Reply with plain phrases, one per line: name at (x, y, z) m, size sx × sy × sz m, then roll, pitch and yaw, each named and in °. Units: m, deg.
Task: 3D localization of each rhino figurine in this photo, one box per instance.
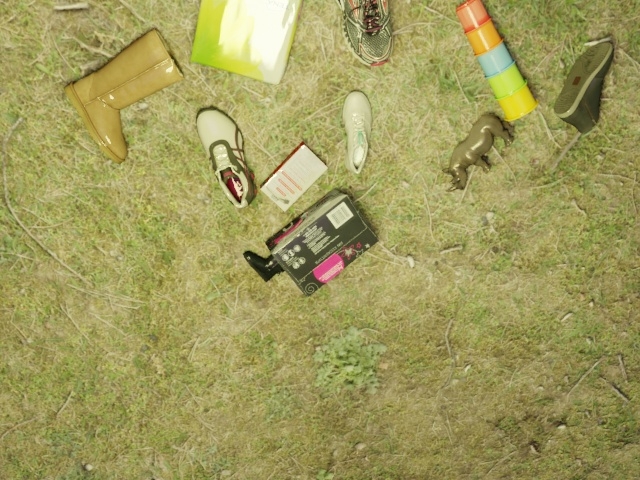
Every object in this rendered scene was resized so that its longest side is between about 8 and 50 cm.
rhino figurine at (0.412, -0.231, 1.513) m, size 0.106 × 0.073 × 0.243 m, roll 32°, pitch 105°, yaw -19°

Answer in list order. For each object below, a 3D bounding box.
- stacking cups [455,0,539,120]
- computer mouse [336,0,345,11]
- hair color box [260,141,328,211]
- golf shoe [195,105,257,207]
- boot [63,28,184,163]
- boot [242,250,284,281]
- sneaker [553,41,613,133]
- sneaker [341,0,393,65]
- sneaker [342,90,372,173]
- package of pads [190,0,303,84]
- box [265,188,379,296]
stacking cups at (0.440, -0.458, 1.423) m, size 0.096 × 0.096 × 0.316 m, roll -34°, pitch 109°, yaw 7°
computer mouse at (0.059, -0.612, 1.366) m, size 0.106 × 0.042 × 0.193 m, roll -27°, pitch 105°, yaw -3°
hair color box at (-0.072, -0.171, 1.501) m, size 0.167 × 0.053 × 0.093 m, roll -44°, pitch 108°, yaw 9°
golf shoe at (-0.236, -0.210, 1.439) m, size 0.105 × 0.120 × 0.272 m, roll -22°, pitch 108°, yaw 5°
boot at (-0.457, -0.349, 1.387) m, size 0.270 × 0.089 × 0.236 m, roll -28°, pitch 110°, yaw 4°
boot at (-0.144, 0.052, 1.576) m, size 0.099 × 0.045 × 0.121 m, roll -37°, pitch 112°, yaw 8°
sneaker at (0.713, -0.402, 1.488) m, size 0.118 × 0.083 × 0.222 m, roll 26°, pitch 99°, yaw -33°
sneaker at (0.102, -0.557, 1.304) m, size 0.121 × 0.112 × 0.299 m, roll -16°, pitch 105°, yaw -5°
sneaker at (0.100, -0.276, 1.457) m, size 0.080 × 0.094 × 0.212 m, roll -3°, pitch 109°, yaw -3°
package of pads at (-0.163, -0.539, 1.326) m, size 0.229 × 0.101 × 0.296 m, roll 14°, pitch 116°, yaw -10°
box at (0.000, 0.000, 1.503) m, size 0.247 × 0.142 × 0.163 m, roll -39°, pitch 108°, yaw -3°
